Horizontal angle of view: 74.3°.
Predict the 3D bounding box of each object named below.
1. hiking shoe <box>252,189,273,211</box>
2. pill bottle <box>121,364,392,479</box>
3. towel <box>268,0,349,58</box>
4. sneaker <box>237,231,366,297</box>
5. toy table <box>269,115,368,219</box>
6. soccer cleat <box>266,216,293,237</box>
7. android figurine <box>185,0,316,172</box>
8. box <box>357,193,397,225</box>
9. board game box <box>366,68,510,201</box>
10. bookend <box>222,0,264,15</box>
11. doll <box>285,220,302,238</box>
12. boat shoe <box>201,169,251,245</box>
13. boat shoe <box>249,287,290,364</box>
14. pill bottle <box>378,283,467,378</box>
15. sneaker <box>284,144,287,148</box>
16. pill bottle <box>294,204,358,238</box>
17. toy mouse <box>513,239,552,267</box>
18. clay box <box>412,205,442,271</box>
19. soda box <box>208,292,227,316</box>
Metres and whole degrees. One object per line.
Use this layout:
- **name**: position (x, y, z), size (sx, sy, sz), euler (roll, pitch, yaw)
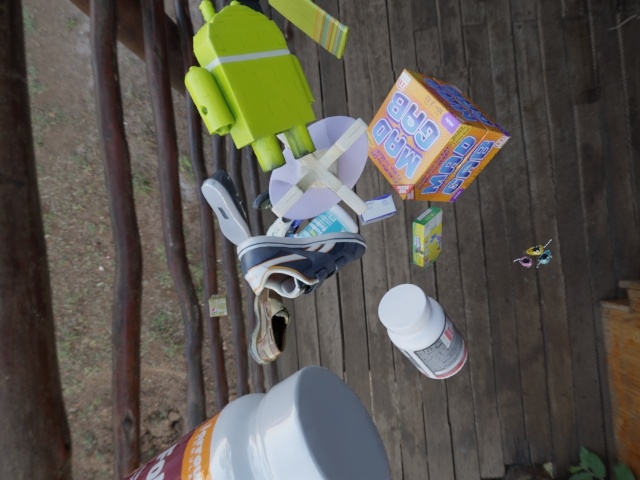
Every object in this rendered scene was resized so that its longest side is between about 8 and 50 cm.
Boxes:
- **hiking shoe**: position (-0.176, -0.151, 1.772), size (0.114, 0.226, 0.086), euler (53, 136, 21)
- **pill bottle**: position (-0.115, 0.350, 0.563), size (0.392, 0.224, 0.224), euler (-39, 87, 15)
- **towel**: position (-0.030, -0.549, 1.028), size (0.237, 0.102, 0.021), euler (39, 74, 3)
- **sneaker**: position (-0.025, 0.060, 0.966), size (0.321, 0.126, 0.128), euler (-4, 63, -28)
- **toy table**: position (-0.003, -0.158, 0.912), size (0.252, 0.161, 0.274), euler (32, 95, -7)
- **soccer cleat**: position (-0.149, -0.053, 1.592), size (0.068, 0.076, 0.196), euler (34, 96, -3)
- **android figurine**: position (-0.103, -0.253, 0.684), size (0.056, 0.248, 0.273), euler (-14, 106, 42)
- **box**: position (0.202, -0.110, 1.552), size (0.126, 0.137, 0.072), euler (-18, 85, 0)
- **board game box**: position (0.452, -0.411, 1.723), size (0.357, 0.356, 0.356), euler (-56, 52, 35)
- **bookend**: position (-0.158, -0.425, 0.923), size (0.072, 0.157, 0.156), euler (-27, 96, -36)
- **doll**: position (-0.121, -0.059, 1.820), size (0.189, 0.046, 0.129), euler (-54, 51, 19)
- **boat shoe**: position (-0.217, -0.078, 1.045), size (0.080, 0.229, 0.076), euler (7, 52, 28)
- **boat shoe**: position (-0.160, 0.278, 1.489), size (0.119, 0.122, 0.324), euler (-25, 43, 25)
- **pill bottle**: position (0.363, 0.323, 1.495), size (0.210, 0.210, 0.363), euler (-39, 127, 3)
- **sneaker**: position (-0.091, -0.400, 1.512), size (0.057, 0.075, 0.161), euler (25, 99, 2)
- **pill bottle**: position (0.000, 0.000, 1.527), size (0.264, 0.146, 0.146), euler (-45, 86, -4)
- **toy mouse**: position (0.848, 0.075, 1.660), size (0.161, 0.143, 0.031), euler (-27, 111, 27)
- **clay box**: position (0.400, -0.002, 1.582), size (0.053, 0.222, 0.127), euler (26, 48, 37)
- **soda box**: position (-0.363, 0.229, 1.513), size (0.058, 0.181, 0.061), euler (-6, 89, -12)
